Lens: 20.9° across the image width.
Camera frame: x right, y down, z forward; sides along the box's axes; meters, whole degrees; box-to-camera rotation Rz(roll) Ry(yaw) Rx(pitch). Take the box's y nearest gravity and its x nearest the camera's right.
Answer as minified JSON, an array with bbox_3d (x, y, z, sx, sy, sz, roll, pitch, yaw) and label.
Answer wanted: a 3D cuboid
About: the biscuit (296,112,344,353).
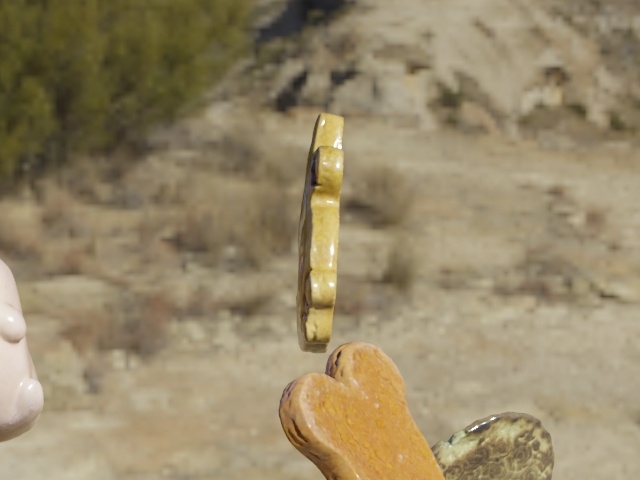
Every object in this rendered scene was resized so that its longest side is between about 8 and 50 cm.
[{"bbox_3d":[-0.003,0.000,1.618,0.035,0.184,0.249,4,53,-2],"label":"biscuit"}]

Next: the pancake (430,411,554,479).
[{"bbox_3d":[0.146,0.249,1.654,0.199,0.199,0.021,-5,28,-32],"label":"pancake"}]

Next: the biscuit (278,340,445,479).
[{"bbox_3d":[0.073,0.233,1.305,0.049,0.324,0.205,-35,-5,24],"label":"biscuit"}]

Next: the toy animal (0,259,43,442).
[{"bbox_3d":[-0.360,0.101,1.515,0.221,0.210,0.229,-25,27,-37],"label":"toy animal"}]
